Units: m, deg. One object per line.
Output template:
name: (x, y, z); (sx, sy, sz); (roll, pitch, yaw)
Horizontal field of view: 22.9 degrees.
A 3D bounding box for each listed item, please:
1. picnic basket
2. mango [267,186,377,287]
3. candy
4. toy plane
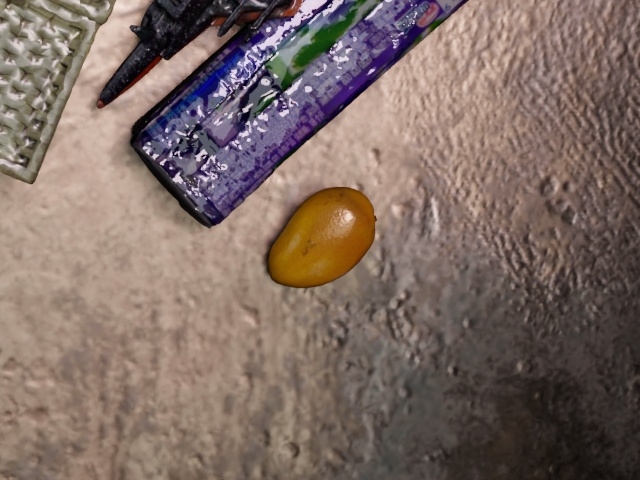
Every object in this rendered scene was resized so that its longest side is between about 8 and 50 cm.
picnic basket: (-0.243, -0.146, 1.003); (0.196, 0.134, 0.154); (23, 91, -13)
mango: (0.000, 0.000, 1.119); (0.089, 0.046, 0.060); (-36, 101, 8)
candy: (0.008, -0.141, 1.091); (0.312, 0.061, 0.088); (-42, 102, -4)
toy plane: (-0.089, -0.162, 1.061); (0.189, 0.061, 0.130); (-46, 73, -2)
